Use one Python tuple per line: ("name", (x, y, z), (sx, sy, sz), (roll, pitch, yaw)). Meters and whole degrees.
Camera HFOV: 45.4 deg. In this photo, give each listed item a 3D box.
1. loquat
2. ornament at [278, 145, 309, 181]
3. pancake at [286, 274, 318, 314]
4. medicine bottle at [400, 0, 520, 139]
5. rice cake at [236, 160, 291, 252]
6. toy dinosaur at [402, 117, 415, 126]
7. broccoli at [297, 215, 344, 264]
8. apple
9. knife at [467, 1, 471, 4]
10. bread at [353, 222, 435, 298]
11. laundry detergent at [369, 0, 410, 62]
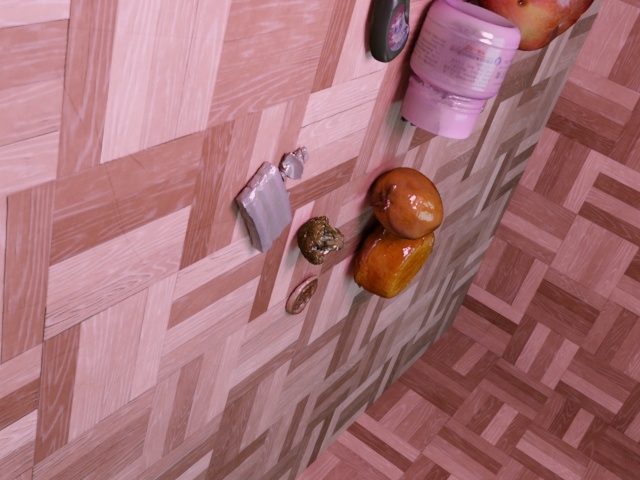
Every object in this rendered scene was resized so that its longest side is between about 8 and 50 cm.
("loquat", (0.254, -0.109, 2.229), (0.193, 0.238, 0.238), (-44, 166, 26))
("ornament", (-0.061, -0.169, 1.704), (0.092, 0.041, 0.068), (-22, 117, -39))
("pancake", (-0.050, 0.158, 2.199), (0.139, 0.022, 0.139), (-46, 157, -27))
("medicine bottle", (0.345, -0.434, 1.948), (0.241, 0.241, 0.301), (-26, 142, -54))
("rice cake", (-0.120, -0.071, 1.705), (0.127, 0.043, 0.237), (-52, 159, -17))
("toy dinosaur", (0.274, -0.376, 2.138), (0.132, 0.059, 0.096), (-26, 138, -40))
("broccoli", (0.000, 0.000, 1.959), (0.131, 0.120, 0.130), (43, 53, -85))
("apple", (0.573, -0.684, 2.025), (0.348, 0.277, 0.348), (-39, 172, -7))
("knife", (0.395, -0.563, 2.186), (0.046, 0.022, 0.256), (-33, 148, -40))
("bread", (0.235, 0.039, 2.454), (0.312, 0.172, 0.312), (-46, 158, -25))
("laundry detergent", (0.158, -0.508, 1.693), (0.137, 0.063, 0.211), (-50, 155, -27))
